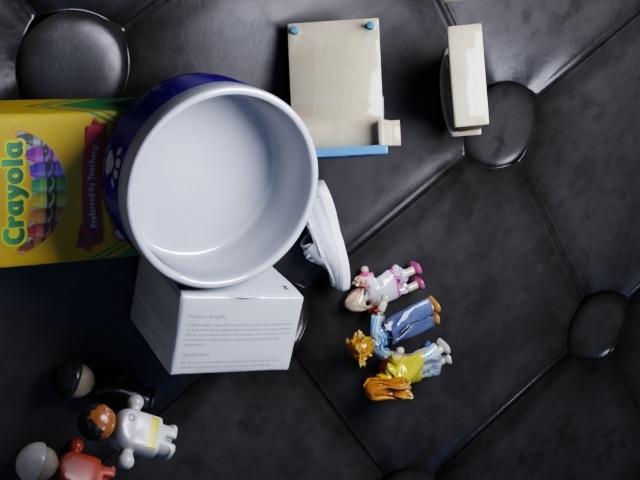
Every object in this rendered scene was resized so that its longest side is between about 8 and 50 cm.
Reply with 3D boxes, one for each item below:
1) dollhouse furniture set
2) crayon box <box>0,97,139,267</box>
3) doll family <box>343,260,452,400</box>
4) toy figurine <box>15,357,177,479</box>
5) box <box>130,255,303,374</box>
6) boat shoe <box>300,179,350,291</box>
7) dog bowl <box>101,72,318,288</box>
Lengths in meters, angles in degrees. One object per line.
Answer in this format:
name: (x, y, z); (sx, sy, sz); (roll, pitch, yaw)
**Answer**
dollhouse furniture set: (0.078, -0.263, 1.467); (0.303, 0.198, 0.286); (-4, 91, 5)
crayon box: (-0.326, -0.077, 1.308); (0.318, 0.081, 0.202); (-6, 113, -26)
doll family: (0.121, 0.167, 1.631); (0.163, 0.118, 0.263); (-24, 120, -18)
toy figurine: (-0.313, 0.287, 1.389); (0.148, 0.209, 0.213); (24, 96, -28)
box: (-0.149, 0.093, 1.415); (0.181, 0.182, 0.119); (2, 111, -29)
boat shoe: (0.000, 0.000, 1.533); (0.063, 0.066, 0.184); (-18, 121, -6)
dog bowl: (-0.141, -0.078, 1.300); (0.265, 0.104, 0.265); (-12, 115, -28)
